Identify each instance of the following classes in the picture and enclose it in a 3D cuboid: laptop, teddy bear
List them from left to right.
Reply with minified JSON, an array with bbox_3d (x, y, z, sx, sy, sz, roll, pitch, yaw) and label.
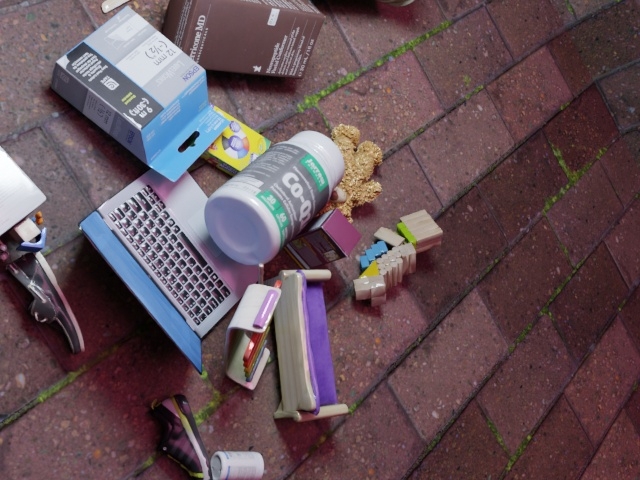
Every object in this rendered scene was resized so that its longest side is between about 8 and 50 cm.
[{"bbox_3d":[-0.299,0.028,1.615,0.382,0.236,0.408,54,52,-13],"label":"laptop"},{"bbox_3d":[0.065,-0.184,2.035,0.338,0.113,0.245,-42,101,-37],"label":"teddy bear"}]

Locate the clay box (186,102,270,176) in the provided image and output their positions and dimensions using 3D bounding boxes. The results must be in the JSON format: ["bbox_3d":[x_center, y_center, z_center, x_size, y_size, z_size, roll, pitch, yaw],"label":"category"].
[{"bbox_3d":[-0.219,-0.236,1.869,0.222,0.053,0.128,29,62,-27],"label":"clay box"}]

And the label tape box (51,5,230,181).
[{"bbox_3d":[-0.392,-0.336,1.679,0.347,0.115,0.249,38,55,-3],"label":"label tape box"}]

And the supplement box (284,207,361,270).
[{"bbox_3d":[0.000,0.000,1.880,0.104,0.188,0.081,49,53,-16],"label":"supplement box"}]

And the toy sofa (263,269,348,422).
[{"bbox_3d":[-0.027,0.253,1.796,0.150,0.177,0.363,2,75,-37],"label":"toy sofa"}]

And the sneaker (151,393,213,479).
[{"bbox_3d":[-0.308,0.451,1.604,0.097,0.084,0.235,-20,88,-15],"label":"sneaker"}]

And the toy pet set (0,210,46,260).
[{"bbox_3d":[-0.589,-0.003,1.478,0.065,0.114,0.122,53,52,-12],"label":"toy pet set"}]

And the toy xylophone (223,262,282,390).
[{"bbox_3d":[-0.147,0.194,1.670,0.081,0.323,0.236,20,63,4],"label":"toy xylophone"}]

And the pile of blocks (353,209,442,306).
[{"bbox_3d":[0.202,0.059,2.091,0.362,0.149,0.113,-40,145,-29],"label":"pile of blocks"}]

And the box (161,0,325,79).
[{"bbox_3d":[-0.194,-0.538,1.866,0.381,0.191,0.143,-4,41,-37],"label":"box"}]

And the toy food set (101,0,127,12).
[{"bbox_3d":[-0.507,-0.671,1.743,0.128,0.071,0.218,-35,106,-34],"label":"toy food set"}]

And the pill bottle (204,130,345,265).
[{"bbox_3d":[-0.099,-0.115,1.772,0.204,0.204,0.361,54,45,-12],"label":"pill bottle"}]

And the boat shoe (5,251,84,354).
[{"bbox_3d":[-0.556,0.135,1.496,0.079,0.084,0.233,-30,96,-25],"label":"boat shoe"}]

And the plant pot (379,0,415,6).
[{"bbox_3d":[0.109,-0.841,2.147,0.305,0.334,0.334,-19,89,-30],"label":"plant pot"}]

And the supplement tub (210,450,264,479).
[{"bbox_3d":[-0.190,0.515,1.663,0.107,0.071,0.071,13,69,-34],"label":"supplement tub"}]

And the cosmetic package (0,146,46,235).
[{"bbox_3d":[-0.668,-0.090,1.421,0.184,0.151,0.151,53,53,-15],"label":"cosmetic package"}]
